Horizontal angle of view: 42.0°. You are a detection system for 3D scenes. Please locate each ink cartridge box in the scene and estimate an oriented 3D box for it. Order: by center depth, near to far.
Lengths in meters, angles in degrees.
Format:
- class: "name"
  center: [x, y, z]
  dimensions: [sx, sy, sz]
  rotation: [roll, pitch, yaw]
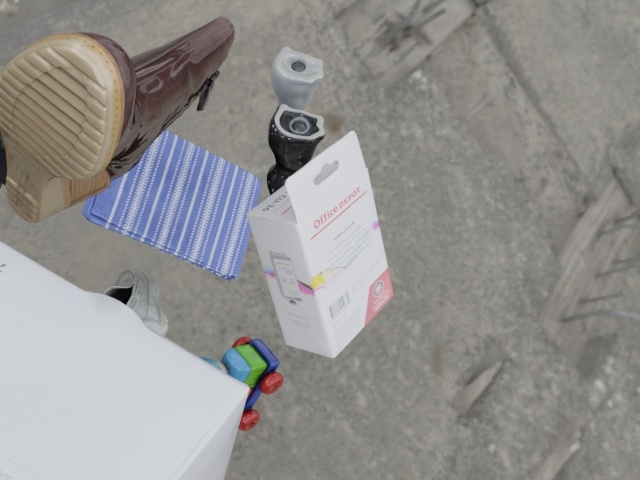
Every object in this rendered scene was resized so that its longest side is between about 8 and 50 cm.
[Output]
- class: "ink cartridge box"
  center: [0.000, 0.000, 0.819]
  dimensions: [0.115, 0.067, 0.198]
  rotation: [-41, 129, -39]

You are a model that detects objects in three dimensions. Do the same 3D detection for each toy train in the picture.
- class: "toy train"
  center: [-0.179, 0.275, 1.363]
  dimensions: [0.143, 0.248, 0.105]
  rotation: [-2, 40, -50]

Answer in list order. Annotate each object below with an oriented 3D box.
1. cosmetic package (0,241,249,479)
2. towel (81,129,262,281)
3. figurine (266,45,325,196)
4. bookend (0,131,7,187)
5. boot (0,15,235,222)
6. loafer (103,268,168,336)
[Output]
- class: "cosmetic package"
  center: [-0.192, 0.206, 0.557]
  dimensions: [0.197, 0.365, 0.155]
  rotation: [27, 42, 13]
- class: "towel"
  center: [-0.283, -0.084, 1.652]
  dimensions: [0.336, 0.040, 0.243]
  rotation: [26, 64, -29]
- class: "figurine"
  center: [-0.059, -0.201, 1.492]
  dimensions: [0.092, 0.209, 0.215]
  rotation: [6, 58, -11]
- class: "bookend"
  center: [-0.646, -0.136, 1.675]
  dimensions: [0.157, 0.156, 0.072]
  rotation: [31, 13, 19]
- class: "boot"
  center: [-0.139, -0.122, 0.623]
  dimensions: [0.090, 0.248, 0.207]
  rotation: [46, 58, -6]
- class: "loafer"
  center: [-0.392, 0.124, 1.703]
  dimensions: [0.111, 0.319, 0.112]
  rotation: [32, 92, -26]
